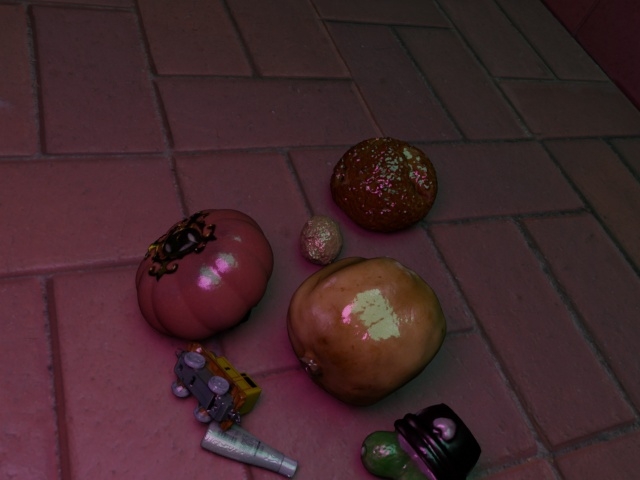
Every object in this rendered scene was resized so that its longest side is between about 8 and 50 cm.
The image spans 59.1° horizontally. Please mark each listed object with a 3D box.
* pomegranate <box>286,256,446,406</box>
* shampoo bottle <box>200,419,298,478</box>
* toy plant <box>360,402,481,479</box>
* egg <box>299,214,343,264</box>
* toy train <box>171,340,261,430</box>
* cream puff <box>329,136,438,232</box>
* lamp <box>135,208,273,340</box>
[{"bbox_3d":[0.091,0.190,1.183,0.332,0.332,0.332,10,51,-12],"label":"pomegranate"},{"bbox_3d":[-0.136,0.409,1.103,0.191,0.041,0.069,24,36,-1],"label":"shampoo bottle"},{"bbox_3d":[0.199,0.451,1.124,0.235,0.175,0.218,-36,61,-8],"label":"toy plant"},{"bbox_3d":[0.000,0.000,1.430,0.118,0.116,0.140,25,41,-31],"label":"egg"},{"bbox_3d":[-0.210,0.286,1.131,0.219,0.089,0.127,37,18,31],"label":"toy train"},{"bbox_3d":[0.189,-0.171,1.570,0.303,0.212,0.303,13,46,-14],"label":"cream puff"},{"bbox_3d":[-0.234,0.079,1.197,0.305,0.239,0.305,-22,38,18],"label":"lamp"}]
